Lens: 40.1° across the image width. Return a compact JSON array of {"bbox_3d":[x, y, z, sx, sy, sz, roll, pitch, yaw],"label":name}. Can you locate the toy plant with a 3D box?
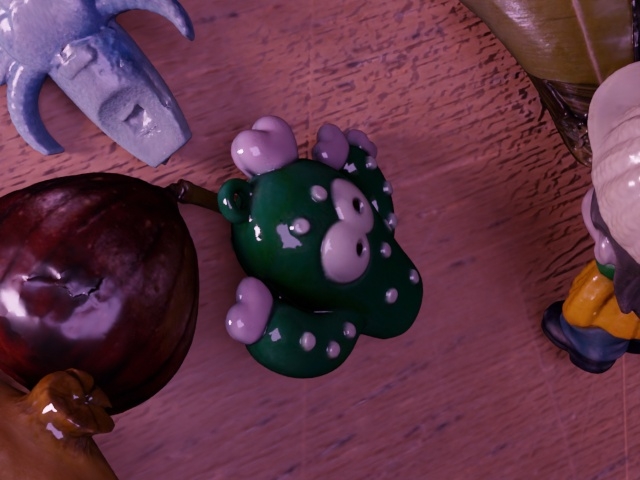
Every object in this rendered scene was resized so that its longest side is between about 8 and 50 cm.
[{"bbox_3d":[-0.002,0.004,0.790,0.243,0.112,0.232,0,78,-49],"label":"toy plant"}]

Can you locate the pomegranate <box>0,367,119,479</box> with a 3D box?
[{"bbox_3d":[-0.259,0.234,0.595,0.307,0.307,0.307,0,91,-18],"label":"pomegranate"}]

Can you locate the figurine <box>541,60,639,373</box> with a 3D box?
[{"bbox_3d":[0.319,0.008,0.802,0.185,0.204,0.332,-22,132,-20],"label":"figurine"}]

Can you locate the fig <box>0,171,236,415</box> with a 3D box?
[{"bbox_3d":[-0.175,0.011,0.725,0.204,0.186,0.249,33,72,3],"label":"fig"}]

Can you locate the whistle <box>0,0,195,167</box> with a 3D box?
[{"bbox_3d":[-0.214,-0.174,0.751,0.180,0.093,0.269,-39,103,11],"label":"whistle"}]

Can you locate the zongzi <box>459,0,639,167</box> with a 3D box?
[{"bbox_3d":[0.192,-0.215,0.889,0.318,0.154,0.289,0,107,13],"label":"zongzi"}]
